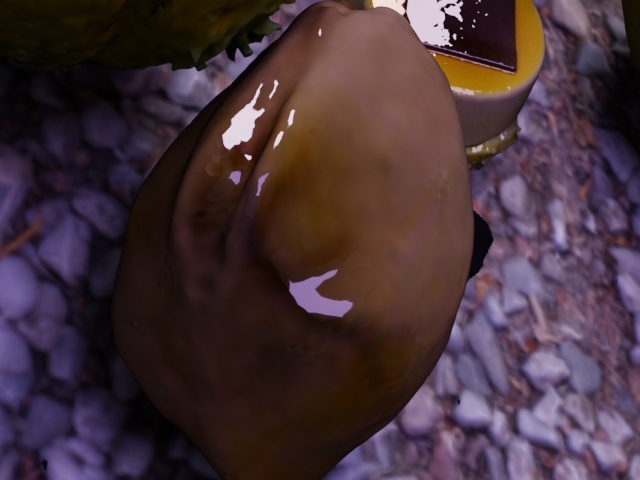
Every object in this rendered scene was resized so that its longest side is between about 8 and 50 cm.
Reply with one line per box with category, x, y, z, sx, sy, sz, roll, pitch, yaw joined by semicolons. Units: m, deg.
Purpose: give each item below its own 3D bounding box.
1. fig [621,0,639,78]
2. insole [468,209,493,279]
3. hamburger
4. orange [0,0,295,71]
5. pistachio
fig;0.352;-0.144;1.248;0.326;0.258;0.258;7;60;-47
insole;0.017;-0.030;1.077;0.188;0.004;0.064;30;93;-22
hamburger;0.066;-0.103;1.124;0.126;0.081;0.141;-2;63;-24
orange;-0.120;-0.209;0.956;0.300;0.223;0.301;1;38;-21
pistachio;0.000;0.000;0.972;0.162;0.213;0.260;13;40;20
